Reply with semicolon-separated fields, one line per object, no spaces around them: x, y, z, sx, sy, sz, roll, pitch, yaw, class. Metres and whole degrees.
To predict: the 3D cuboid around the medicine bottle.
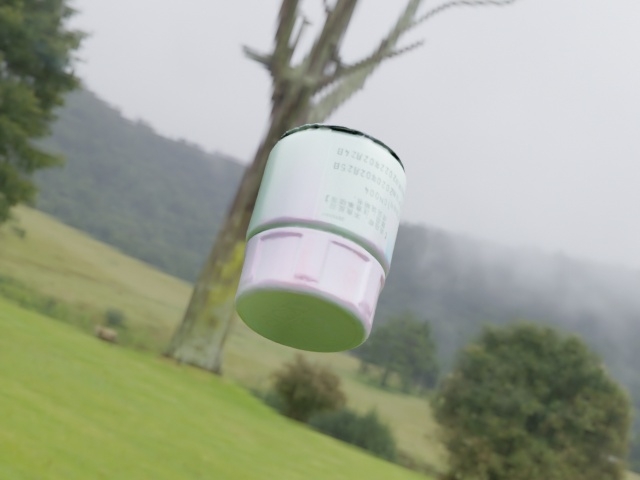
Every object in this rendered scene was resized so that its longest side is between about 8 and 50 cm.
0.000;0.000;1.253;0.135;0.168;0.135;11;-30;6;medicine bottle
